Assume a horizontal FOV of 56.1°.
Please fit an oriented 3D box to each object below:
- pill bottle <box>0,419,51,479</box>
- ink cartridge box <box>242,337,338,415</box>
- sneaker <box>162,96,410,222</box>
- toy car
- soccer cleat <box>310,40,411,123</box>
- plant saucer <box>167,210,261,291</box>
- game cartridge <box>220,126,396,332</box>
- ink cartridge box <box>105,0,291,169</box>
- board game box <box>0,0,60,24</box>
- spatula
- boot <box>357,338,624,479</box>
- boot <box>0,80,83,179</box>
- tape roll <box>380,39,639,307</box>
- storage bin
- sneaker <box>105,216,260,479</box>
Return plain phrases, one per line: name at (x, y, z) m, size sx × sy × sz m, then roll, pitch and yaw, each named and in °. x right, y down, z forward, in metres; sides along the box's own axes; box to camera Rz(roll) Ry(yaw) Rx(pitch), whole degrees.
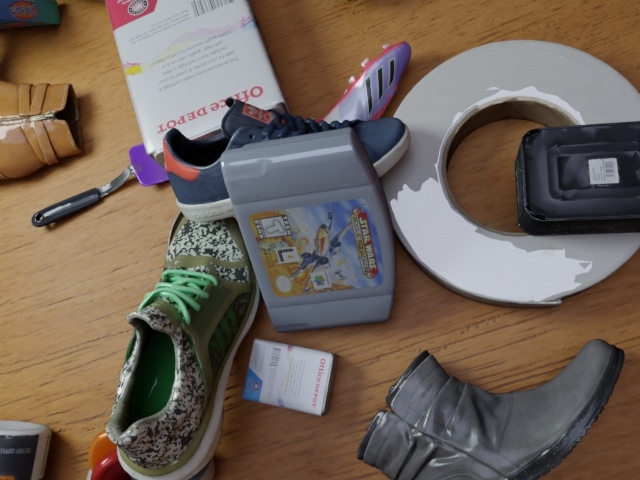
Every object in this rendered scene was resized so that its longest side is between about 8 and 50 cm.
pill bottle at (-0.488, 0.400, 0.889) m, size 0.130 × 0.130 × 0.246 m, roll 3°, pitch 79°, yaw 13°
ink cartridge box at (-0.041, 0.198, 0.878) m, size 0.122 × 0.052 × 0.089 m, roll 9°, pitch 80°, yaw 15°
sneaker at (-0.055, -0.136, 0.829) m, size 0.349 × 0.148 × 0.131 m, roll -15°, pitch 32°, yaw 6°
toy car at (-0.253, 0.336, 0.848) m, size 0.182 × 0.136 × 0.159 m, roll 40°, pitch 88°, yaw 18°
soccer cleat at (0.064, -0.201, 0.940) m, size 0.095 × 0.083 × 0.248 m, roll 45°, pitch 90°, yaw 2°
plant saucer at (-0.144, 0.006, 0.953) m, size 0.198 × 0.036 × 0.199 m, roll -3°, pitch 77°, yaw 12°
game cartridge at (0.000, 0.000, 0.814) m, size 0.197 × 0.297 × 0.062 m, roll -6°, pitch 33°, yaw 14°
ink cartridge box at (-0.194, -0.284, 0.981) m, size 0.226 × 0.131 × 0.307 m, roll -20°, pitch 75°, yaw 4°
board game box at (-0.593, -0.402, 1.060) m, size 0.160 × 0.210 × 0.047 m, roll -1°, pitch 107°, yaw 13°
spatula at (-0.363, -0.092, 1.026) m, size 0.296 × 0.030 × 0.084 m, roll -27°, pitch 74°, yaw 5°
boot at (0.215, 0.214, 0.791) m, size 0.222 × 0.118 × 0.338 m, roll 39°, pitch 83°, yaw 23°
boot at (-0.548, -0.252, 1.051) m, size 0.220 × 0.109 × 0.284 m, roll -15°, pitch 85°, yaw 3°
tape roll at (0.280, -0.097, 0.867) m, size 0.391 × 0.072 × 0.393 m, roll -2°, pitch 77°, yaw 11°
storage bin at (0.347, -0.076, 0.767) m, size 0.180 × 0.084 × 0.122 m, roll -2°, pitch 77°, yaw 12°
sneaker at (-0.182, 0.108, 0.800) m, size 0.157 × 0.182 × 0.411 m, roll 1°, pitch 60°, yaw 8°
